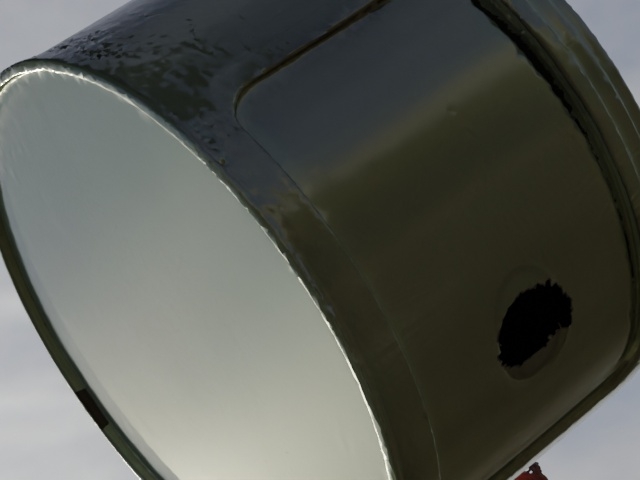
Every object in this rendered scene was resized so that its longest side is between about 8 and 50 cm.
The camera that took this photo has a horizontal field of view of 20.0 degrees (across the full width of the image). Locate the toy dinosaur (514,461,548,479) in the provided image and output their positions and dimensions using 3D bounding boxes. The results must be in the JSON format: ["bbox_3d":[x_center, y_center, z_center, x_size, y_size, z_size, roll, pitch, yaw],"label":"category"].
[{"bbox_3d":[0.049,0.192,1.009,0.286,0.139,0.070,-58,5,-8],"label":"toy dinosaur"}]

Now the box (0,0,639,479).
[{"bbox_3d":[0.000,0.000,0.671,0.149,0.226,0.226,-36,-24,-28],"label":"box"}]
